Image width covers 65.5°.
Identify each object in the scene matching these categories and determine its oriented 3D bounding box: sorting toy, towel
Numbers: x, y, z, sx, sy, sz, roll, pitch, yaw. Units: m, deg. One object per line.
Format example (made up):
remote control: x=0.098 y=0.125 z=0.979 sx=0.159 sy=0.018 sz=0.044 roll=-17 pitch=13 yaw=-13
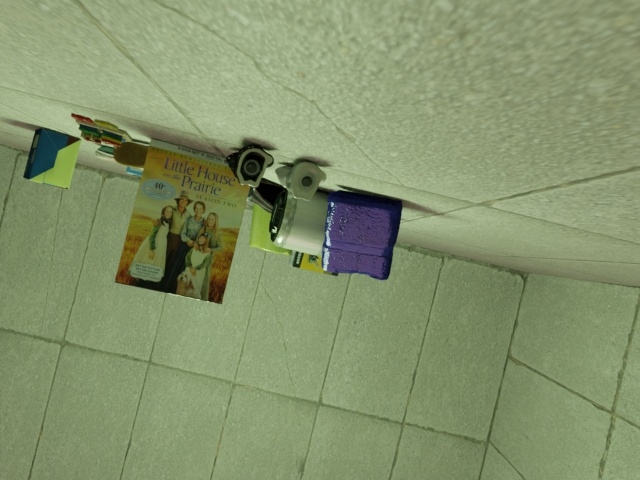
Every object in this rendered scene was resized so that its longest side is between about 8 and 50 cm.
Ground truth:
sorting toy: x=-0.620 y=-0.300 z=1.420 sx=0.132 sy=0.046 sz=0.274 roll=14 pitch=179 yaw=-14
towel: x=0.124 y=-0.016 z=1.549 sx=0.228 sy=0.308 sz=0.076 roll=9 pitch=-138 yaw=5
towel: x=-0.790 y=-0.321 z=2.005 sx=0.144 sy=0.029 sz=0.197 roll=13 pitch=-178 yaw=17

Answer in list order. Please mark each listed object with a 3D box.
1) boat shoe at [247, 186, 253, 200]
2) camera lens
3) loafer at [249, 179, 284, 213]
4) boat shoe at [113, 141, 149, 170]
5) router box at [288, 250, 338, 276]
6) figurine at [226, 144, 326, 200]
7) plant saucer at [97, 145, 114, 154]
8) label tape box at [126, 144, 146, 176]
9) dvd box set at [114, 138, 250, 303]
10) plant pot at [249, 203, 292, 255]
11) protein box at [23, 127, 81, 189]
boat shoe: x=-0.295 y=-0.214 z=1.661 sx=0.183 sy=0.065 sz=0.083 roll=33 pitch=140 yaw=11
camera lens: x=-0.027 y=-0.062 z=1.710 sx=0.275 sy=0.219 sz=0.219 roll=14 pitch=179 yaw=-13
loafer: x=-0.172 y=-0.158 z=1.811 sx=0.095 sy=0.109 sz=0.303 roll=7 pitch=172 yaw=41
boat shoe: x=-0.499 y=-0.248 z=1.564 sx=0.277 sy=0.098 sz=0.096 roll=18 pitch=-175 yaw=1
router box: x=0.000 y=0.000 z=2.414 sx=0.243 sy=0.308 sz=0.081 roll=13 pitch=-179 yaw=-21
figurine: x=-0.117 y=-0.169 z=1.211 sx=0.215 sy=0.092 sz=0.209 roll=13 pitch=-173 yaw=-21
plant saucer: x=-0.815 y=-0.351 z=1.963 sx=0.120 sy=0.021 sz=0.119 roll=13 pitch=179 yaw=0
label tape box: x=-0.522 y=-0.240 z=1.785 sx=0.241 sy=0.105 sz=0.334 roll=14 pitch=179 yaw=-6
dvd box set: x=-0.384 y=-0.051 z=1.439 sx=0.308 sy=0.420 sz=0.062 roll=14 pitch=176 yaw=-13
plant pot: x=-0.183 y=-0.078 z=2.071 sx=0.276 sy=0.253 sz=0.276 roll=14 pitch=179 yaw=0
protein box: x=-1.030 y=-0.312 z=1.906 sx=0.136 sy=0.199 sz=0.201 roll=15 pitch=179 yaw=-37
